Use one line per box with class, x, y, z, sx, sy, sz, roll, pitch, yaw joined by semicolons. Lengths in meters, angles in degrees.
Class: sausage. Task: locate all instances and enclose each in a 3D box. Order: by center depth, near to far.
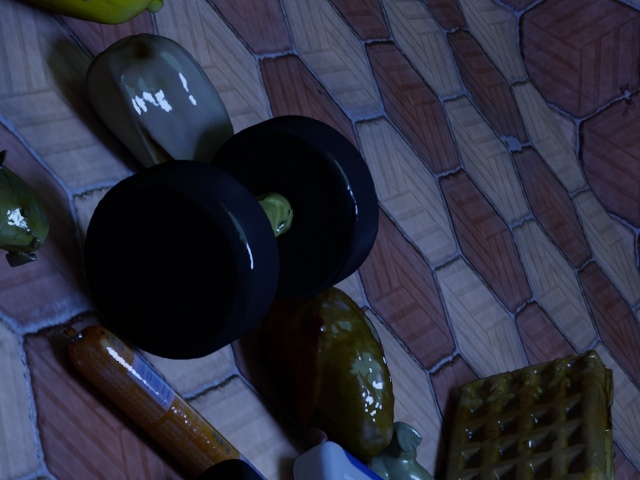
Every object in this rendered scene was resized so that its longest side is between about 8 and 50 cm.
sausage;-0.142;0.194;1.928;0.348;0.053;0.053;47;26;-30

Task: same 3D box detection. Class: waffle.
waffle;0.281;0.275;2.515;0.328;0.224;0.098;-76;149;-59

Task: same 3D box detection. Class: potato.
potato;-0.339;-0.052;1.758;0.225;0.090;0.117;35;33;-44

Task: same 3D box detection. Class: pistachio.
pistachio;-0.182;-0.147;2.159;0.206;0.129;0.131;54;32;-32

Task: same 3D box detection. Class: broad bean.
broad bean;0.008;0.152;2.191;0.122;0.156;0.228;-9;62;-32

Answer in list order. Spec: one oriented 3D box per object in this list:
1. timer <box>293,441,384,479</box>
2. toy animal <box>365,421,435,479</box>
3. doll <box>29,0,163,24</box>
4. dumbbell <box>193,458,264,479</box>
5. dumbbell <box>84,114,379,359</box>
timer;0.044;0.361;2.090;0.178;0.078;0.253;40;29;-36
toy animal;0.122;0.319;2.313;0.219;0.103;0.101;52;0;-10
doll;-0.348;-0.381;2.067;0.348;0.161;0.423;49;17;8
dumbbell;-0.054;0.314;1.909;0.191;0.100;0.100;48;25;-27
dumbbell;-0.089;-0.008;2.037;0.204;0.204;0.322;61;31;1
